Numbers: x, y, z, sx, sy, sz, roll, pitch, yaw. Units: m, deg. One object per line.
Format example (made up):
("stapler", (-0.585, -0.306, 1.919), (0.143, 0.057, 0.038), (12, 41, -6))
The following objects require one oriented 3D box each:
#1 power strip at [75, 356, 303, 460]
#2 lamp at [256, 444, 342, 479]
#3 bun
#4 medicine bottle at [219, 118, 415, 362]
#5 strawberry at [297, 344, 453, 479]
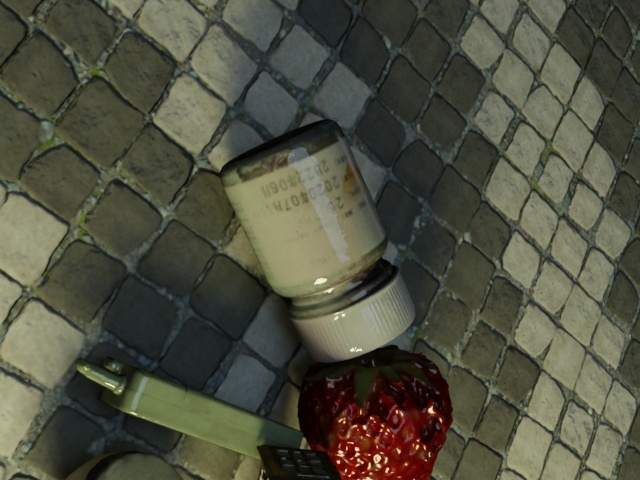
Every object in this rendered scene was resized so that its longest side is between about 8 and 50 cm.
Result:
("power strip", (-0.156, 0.196, 0.985), (0.288, 0.093, 0.053), (27, 75, -29))
("lamp", (-0.055, 0.402, 0.973), (0.090, 0.089, 0.325), (8, 99, -15))
("bun", (-0.223, 0.320, 0.912), (0.173, 0.120, 0.172), (40, 31, -31))
("medicine bottle", (0.000, 0.000, 1.063), (0.165, 0.165, 0.273), (-33, 104, -31))
("strawberry", (0.074, 0.259, 1.082), (0.205, 0.205, 0.244), (-16, 107, -34))
